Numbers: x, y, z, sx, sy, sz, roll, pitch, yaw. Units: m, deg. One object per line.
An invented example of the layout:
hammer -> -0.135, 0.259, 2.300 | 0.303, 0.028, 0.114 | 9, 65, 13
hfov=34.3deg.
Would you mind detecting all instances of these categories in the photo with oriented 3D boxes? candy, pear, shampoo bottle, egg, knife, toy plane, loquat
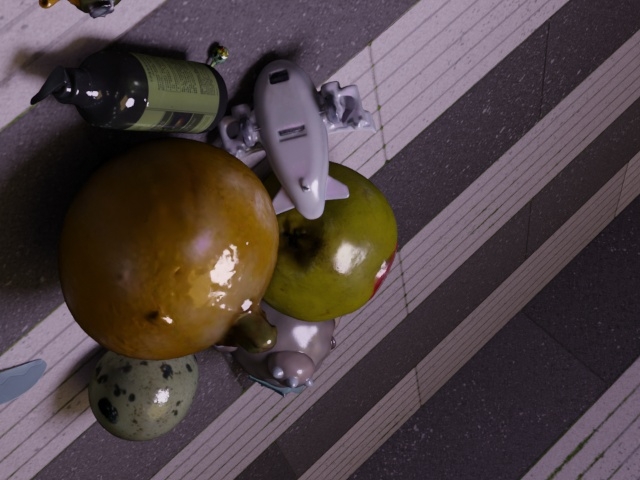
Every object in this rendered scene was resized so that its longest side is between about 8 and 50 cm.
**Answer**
candy -> -0.161, -0.247, 1.502 | 0.083, 0.025, 0.023 | -51, 174, 21
pear -> 0.000, 0.000, 1.849 | 0.287, 0.287, 0.375 | -52, 175, 9
shampoo bottle -> -0.244, -0.193, 1.349 | 0.284, 0.101, 0.101 | -5, 132, -56
egg -> -0.303, 0.251, 1.822 | 0.228, 0.177, 0.177 | -39, 158, -56
knife -> -0.508, 0.226, 1.577 | 0.260, 0.063, 0.034 | -11, 141, -53
toy plane -> -0.038, -0.156, 1.611 | 0.252, 0.252, 0.118 | -50, 179, 4
loquat -> -0.197, 0.030, 1.464 | 0.328, 0.359, 0.328 | -42, 167, -12

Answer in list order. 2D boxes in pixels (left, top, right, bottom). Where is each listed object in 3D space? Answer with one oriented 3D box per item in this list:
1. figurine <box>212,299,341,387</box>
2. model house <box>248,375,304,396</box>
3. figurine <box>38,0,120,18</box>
figurine -> -0.045, 0.142, 2.049 | 0.380, 0.248, 0.203 | -39, 152, -50
model house -> -0.082, 0.239, 2.234 | 0.149, 0.148, 0.119 | -71, -175, -68
figurine -> -0.224, -0.322, 1.144 | 0.250, 0.141, 0.166 | -22, 143, -44
